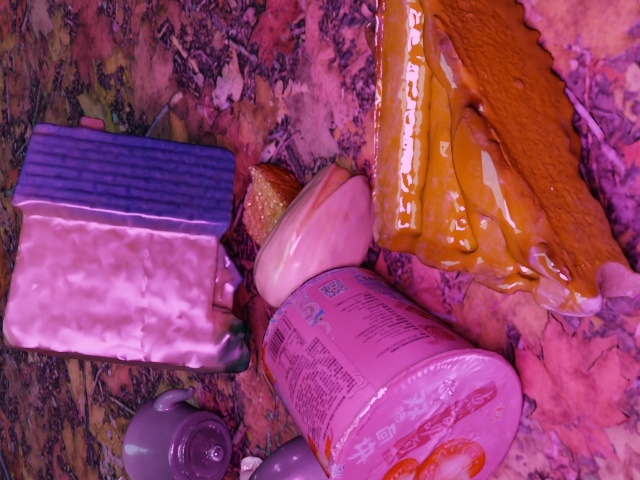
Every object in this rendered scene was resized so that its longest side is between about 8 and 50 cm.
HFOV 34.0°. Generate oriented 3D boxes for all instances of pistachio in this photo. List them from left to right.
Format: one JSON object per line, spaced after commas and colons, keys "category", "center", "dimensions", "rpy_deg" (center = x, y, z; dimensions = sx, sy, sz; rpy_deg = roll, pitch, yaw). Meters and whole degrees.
{"category": "pistachio", "center": [0.000, 0.000, 1.287], "dimensions": [0.117, 0.200, 0.145], "rpy_deg": [33, 172, 11]}

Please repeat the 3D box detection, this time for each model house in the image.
{"category": "model house", "center": [-0.271, 0.014, 1.549], "dimensions": [0.382, 0.335, 0.342], "rpy_deg": [145, 131, -76]}

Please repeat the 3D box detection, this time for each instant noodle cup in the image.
{"category": "instant noodle cup", "center": [0.065, 0.168, 1.194], "dimensions": [0.231, 0.243, 0.242], "rpy_deg": [43, 130, 49]}

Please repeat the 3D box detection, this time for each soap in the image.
{"category": "soap", "center": [0.184, -0.131, 1.011], "dimensions": [0.304, 0.169, 0.338], "rpy_deg": [19, 114, 51]}

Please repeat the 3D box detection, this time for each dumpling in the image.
{"category": "dumpling", "center": [-0.093, 0.374, 1.614], "dimensions": [0.052, 0.057, 0.076], "rpy_deg": [67, -167, -51]}

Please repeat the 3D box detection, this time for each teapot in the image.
{"category": "teapot", "center": [-0.205, 0.343, 1.678], "dimensions": [0.149, 0.162, 0.239], "rpy_deg": [-3, 100, 42]}
{"category": "teapot", "center": [0.022, 0.378, 1.358], "dimensions": [0.251, 0.184, 0.183], "rpy_deg": [46, 133, 22]}

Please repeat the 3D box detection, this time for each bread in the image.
{"category": "bread", "center": [-0.046, -0.020, 1.441], "dimensions": [0.187, 0.065, 0.103], "rpy_deg": [50, 136, 33]}

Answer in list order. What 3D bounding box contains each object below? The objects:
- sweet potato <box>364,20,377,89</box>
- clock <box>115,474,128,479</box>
{"category": "sweet potato", "center": [0.093, -0.170, 1.216], "dimensions": [0.060, 0.068, 0.205], "rpy_deg": [-31, 64, 26]}
{"category": "clock", "center": [-0.243, 0.506, 1.714], "dimensions": [0.219, 0.106, 0.255], "rpy_deg": [52, 169, -29]}
